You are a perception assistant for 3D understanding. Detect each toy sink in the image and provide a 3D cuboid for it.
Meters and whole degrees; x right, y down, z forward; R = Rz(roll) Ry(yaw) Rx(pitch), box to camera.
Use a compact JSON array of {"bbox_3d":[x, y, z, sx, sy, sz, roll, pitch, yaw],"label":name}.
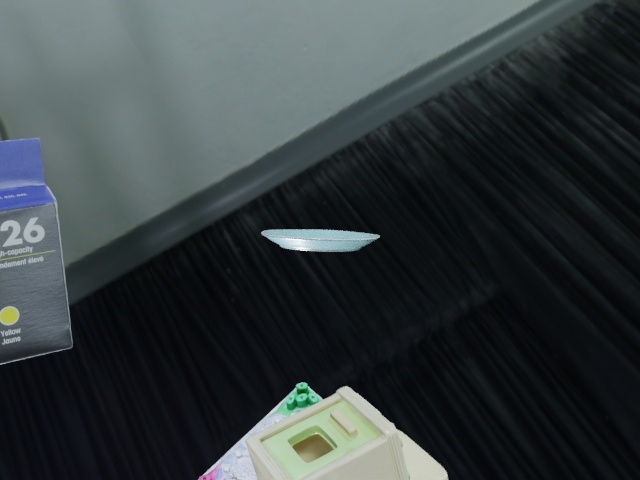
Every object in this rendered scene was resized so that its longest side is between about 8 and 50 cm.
[{"bbox_3d":[0.038,0.304,1.066,0.234,0.153,0.131,-22,113,-19],"label":"toy sink"}]

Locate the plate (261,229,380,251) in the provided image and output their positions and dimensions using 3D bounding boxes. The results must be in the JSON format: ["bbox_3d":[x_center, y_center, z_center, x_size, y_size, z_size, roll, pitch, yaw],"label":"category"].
[{"bbox_3d":[0.000,0.000,1.201,0.188,0.188,0.024,0,95,-36],"label":"plate"}]

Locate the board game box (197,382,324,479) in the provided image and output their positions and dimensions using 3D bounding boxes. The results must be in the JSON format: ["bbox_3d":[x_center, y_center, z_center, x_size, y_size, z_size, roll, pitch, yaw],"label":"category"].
[{"bbox_3d":[-0.039,0.555,1.676,0.390,0.390,0.050,-40,152,-24],"label":"board game box"}]

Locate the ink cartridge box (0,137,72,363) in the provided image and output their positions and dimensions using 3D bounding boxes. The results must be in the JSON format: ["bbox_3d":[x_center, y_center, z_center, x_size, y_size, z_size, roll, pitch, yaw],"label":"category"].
[{"bbox_3d":[-0.505,0.031,1.024,0.304,0.072,0.307,-11,109,-30],"label":"ink cartridge box"}]
